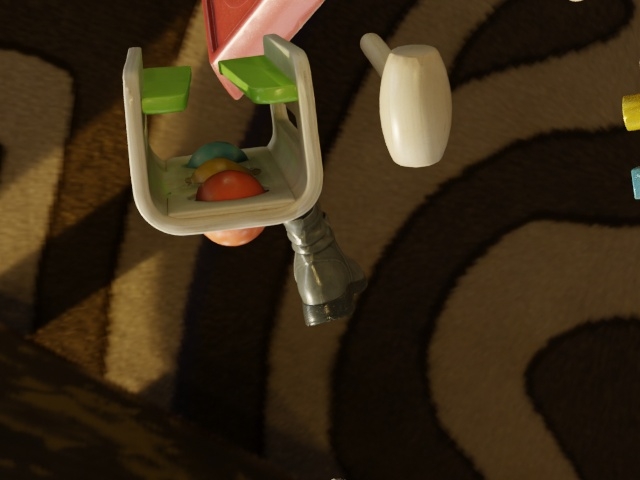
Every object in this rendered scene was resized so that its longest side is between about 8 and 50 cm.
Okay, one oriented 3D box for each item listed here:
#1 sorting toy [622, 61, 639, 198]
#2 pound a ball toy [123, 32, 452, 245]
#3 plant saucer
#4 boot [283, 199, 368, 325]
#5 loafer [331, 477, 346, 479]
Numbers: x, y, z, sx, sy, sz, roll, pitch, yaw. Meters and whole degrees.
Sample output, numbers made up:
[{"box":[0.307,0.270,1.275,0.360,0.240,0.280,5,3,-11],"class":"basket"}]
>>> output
[{"box":[0.354,-0.104,1.516,0.047,0.196,0.348,-7,95,18],"class":"sorting toy"},{"box":[-0.034,-0.076,1.042,0.208,0.319,0.136,-7,102,-6],"class":"pound a ball toy"},{"box":[-0.077,-0.336,1.656,0.258,0.047,0.259,-42,51,50],"class":"plant saucer"},{"box":[0.000,0.000,1.794,0.083,0.246,0.161,-14,100,5],"class":"boot"},{"box":[0.019,0.327,1.681,0.039,0.125,0.045,23,124,-26],"class":"loafer"}]
